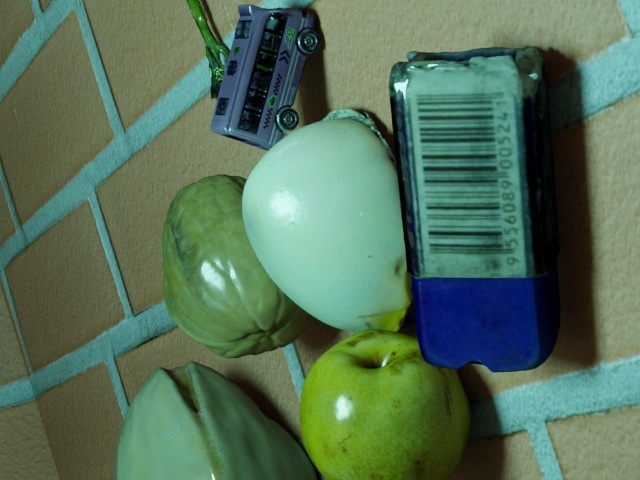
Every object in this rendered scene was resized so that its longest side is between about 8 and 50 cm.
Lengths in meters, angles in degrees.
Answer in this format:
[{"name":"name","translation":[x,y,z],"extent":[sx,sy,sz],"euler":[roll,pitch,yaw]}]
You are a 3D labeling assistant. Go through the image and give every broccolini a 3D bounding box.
[{"name":"broccolini","translation":[-0.153,-0.292,2.368],"extent":[0.057,0.071,0.254],"euler":[33,-146,-62]}]

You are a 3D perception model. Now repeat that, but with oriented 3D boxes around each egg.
[{"name":"egg","translation":[-0.002,-0.003,2.051],"extent":[0.264,0.174,0.286],"euler":[38,140,57]}]

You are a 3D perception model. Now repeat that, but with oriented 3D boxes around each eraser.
[{"name":"eraser","translation":[0.164,-0.034,1.721],"extent":[0.155,0.101,0.332],"euler":[0,110,21]}]

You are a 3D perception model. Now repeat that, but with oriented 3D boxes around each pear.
[{"name":"pear","translation":[0.077,0.212,1.986],"extent":[0.209,0.209,0.209],"euler":[41,139,49]}]

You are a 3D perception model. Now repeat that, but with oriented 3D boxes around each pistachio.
[{"name":"pistachio","translation":[-0.155,0.365,2.483],"extent":[0.445,0.281,0.365],"euler":[-126,21,-63]}]

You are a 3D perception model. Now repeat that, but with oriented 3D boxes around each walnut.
[{"name":"walnut","translation":[-0.110,0.032,2.248],"extent":[0.261,0.225,0.225],"euler":[-117,26,-42]}]

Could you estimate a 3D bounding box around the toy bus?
[{"name":"toy bus","translation":[-0.071,-0.207,2.105],"extent":[0.087,0.098,0.178],"euler":[13,88,67]}]
